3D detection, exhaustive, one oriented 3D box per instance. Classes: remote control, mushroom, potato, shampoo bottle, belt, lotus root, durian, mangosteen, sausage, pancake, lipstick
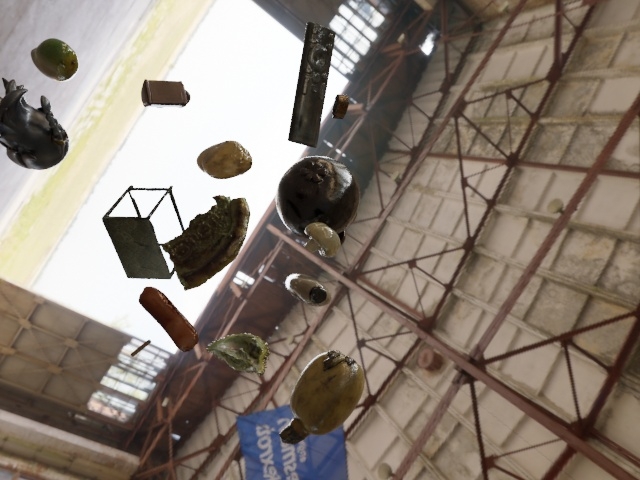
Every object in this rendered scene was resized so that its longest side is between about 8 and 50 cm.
[{"bbox_3d":[-0.027,-0.494,1.604,0.044,0.107,0.377,13,-87,56],"label":"remote control"},{"bbox_3d":[0.000,0.000,1.832,0.123,0.154,0.154,-37,-156,-3],"label":"mushroom"},{"bbox_3d":[-0.338,-0.288,1.763,0.161,0.128,0.235,-33,-146,-23],"label":"potato"},{"bbox_3d":[-0.036,0.140,1.423,0.078,0.127,0.257,-60,-165,-5],"label":"shampoo bottle"},{"bbox_3d":[0.058,-0.381,1.426,0.083,0.036,0.059,120,-28,-65],"label":"belt"},{"bbox_3d":[-0.001,0.462,1.441,0.309,0.183,0.183,-54,-156,-6],"label":"lotus root"},{"bbox_3d":[-0.324,0.486,2.153,0.306,0.166,0.172,21,-98,36],"label":"durian"},{"bbox_3d":[-0.005,-0.158,2.208,0.383,0.435,0.381,-5,-126,6],"label":"mangosteen"},{"bbox_3d":[-0.542,0.278,1.801,0.089,0.300,0.083,-42,162,-16],"label":"sausage"},{"bbox_3d":[-0.428,-0.016,1.942,0.305,0.067,0.427,36,-106,28],"label":"pancake"},{"bbox_3d":[-0.724,0.434,2.024,0.094,0.019,0.019,-38,-155,-2],"label":"lipstick"}]

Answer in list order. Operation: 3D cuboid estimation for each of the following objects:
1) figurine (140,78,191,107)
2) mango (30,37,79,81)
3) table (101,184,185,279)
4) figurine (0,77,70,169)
[{"bbox_3d":[-0.482,-0.444,1.572,0.098,0.154,0.082,-22,-102,55],"label":"figurine"},{"bbox_3d":[-0.802,-0.545,1.523,0.191,0.122,0.085,3,-130,46],"label":"mango"},{"bbox_3d":[-0.768,-0.038,2.261,0.223,0.334,0.272,1,-143,10],"label":"table"},{"bbox_3d":[-0.774,-0.296,1.310,0.175,0.197,0.265,-53,173,-14],"label":"figurine"}]
